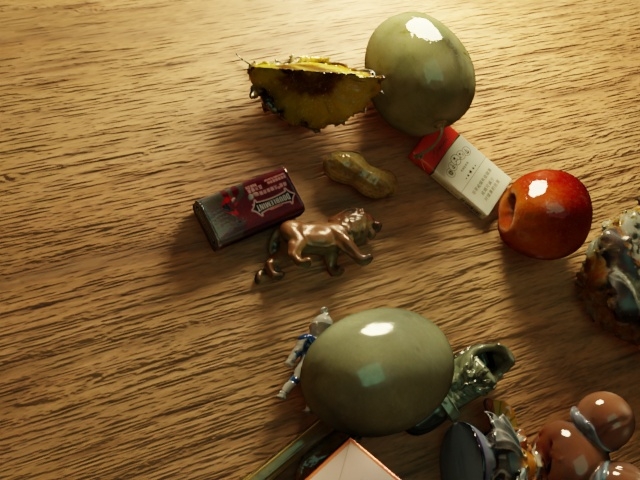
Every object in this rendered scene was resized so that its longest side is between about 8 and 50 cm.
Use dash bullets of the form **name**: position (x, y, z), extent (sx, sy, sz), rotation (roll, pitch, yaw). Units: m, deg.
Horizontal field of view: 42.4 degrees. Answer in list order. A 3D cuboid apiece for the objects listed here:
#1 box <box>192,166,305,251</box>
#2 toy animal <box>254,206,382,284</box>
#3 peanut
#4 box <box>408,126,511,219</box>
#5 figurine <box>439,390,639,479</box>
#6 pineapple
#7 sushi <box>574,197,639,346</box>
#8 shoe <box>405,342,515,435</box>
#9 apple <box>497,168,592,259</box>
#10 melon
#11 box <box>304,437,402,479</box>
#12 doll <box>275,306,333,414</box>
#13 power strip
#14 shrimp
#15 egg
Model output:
- **box**: position (-0.156, -0.071, 1.813), extent (0.224, 0.069, 0.120), rotation (-22, 81, -25)
- **toy animal**: position (0.000, 0.000, 1.840), extent (0.312, 0.097, 0.158), rotation (-3, 62, -18)
- **peanut**: position (0.097, -0.154, 1.922), extent (0.192, 0.089, 0.089), rotation (27, 66, -14)
- **box**: position (0.347, -0.179, 2.039), extent (0.245, 0.035, 0.139), rotation (38, 65, -4)
- **figurine**: position (0.480, 0.468, 1.767), extent (0.388, 0.248, 0.277), rotation (7, 64, -19)
- **pineapple**: position (-0.028, -0.345, 1.922), extent (0.334, 0.161, 0.158), rotation (-1, 32, -5)
- **sushi**: position (0.845, 0.093, 2.052), extent (0.417, 0.176, 0.418), rotation (8, 63, -15)
- **shoe**: position (0.304, 0.313, 1.804), extent (0.293, 0.149, 0.109), rotation (-35, 88, -26)
- **apple**: position (0.537, -0.060, 1.970), extent (0.201, 0.218, 0.218), rotation (10, 70, -10)
- **melon**: position (0.232, -0.391, 1.952), extent (0.272, 0.272, 0.308), rotation (-39, 83, -25)
- **box**: position (0.077, 0.610, 1.453), extent (0.318, 0.257, 0.348), rotation (-38, 50, -25)
- **doll**: position (-0.018, 0.250, 1.764), extent (0.114, 0.057, 0.227), rotation (31, 68, -24)
- **power strip**: position (-0.078, 0.444, 1.672), extent (0.305, 0.064, 0.044), rotation (-35, 84, -25)
- **shrimp**: position (0.050, 0.471, 1.717), extent (0.219, 0.046, 0.152), rotation (-41, 88, -27)
- **egg**: position (0.120, 0.266, 1.680), extent (0.352, 0.258, 0.258), rotation (-4, 74, -35)
